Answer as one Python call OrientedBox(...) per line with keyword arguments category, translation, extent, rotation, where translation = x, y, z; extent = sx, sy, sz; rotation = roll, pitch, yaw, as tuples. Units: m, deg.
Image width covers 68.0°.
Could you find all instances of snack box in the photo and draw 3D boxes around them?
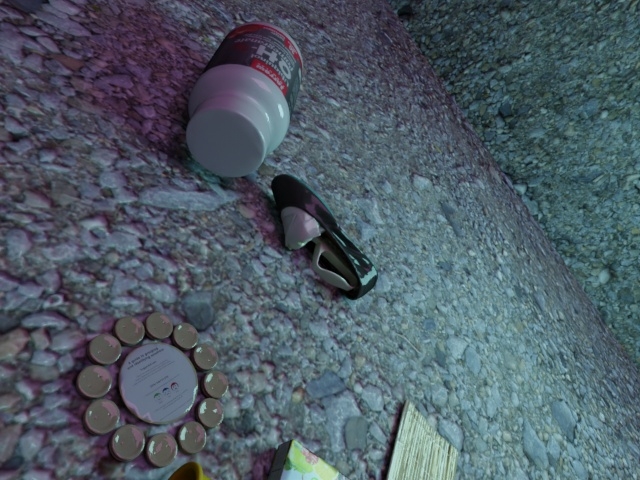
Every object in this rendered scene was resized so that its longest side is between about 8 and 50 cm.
OrientedBox(category="snack box", translation=(-0.007, 0.338, 0.605), extent=(0.141, 0.037, 0.100), rotation=(41, 38, -16))

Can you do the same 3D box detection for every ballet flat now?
OrientedBox(category="ballet flat", translation=(0.000, 0.000, 0.871), extent=(0.280, 0.095, 0.096), rotation=(46, 47, -9))

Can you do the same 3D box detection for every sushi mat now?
OrientedBox(category="sushi mat", translation=(0.152, 0.413, 0.737), extent=(0.151, 0.019, 0.316), rotation=(45, 35, -8))

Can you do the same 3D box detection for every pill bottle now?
OrientedBox(category="pill bottle", translation=(-0.135, -0.259, 0.866), extent=(0.176, 0.176, 0.318), rotation=(35, 38, -23))

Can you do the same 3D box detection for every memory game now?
OrientedBox(category="memory game", translation=(-0.193, 0.171, 0.564), extent=(0.186, 0.012, 0.186), rotation=(29, 41, -29))

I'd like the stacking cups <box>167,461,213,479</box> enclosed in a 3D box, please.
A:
OrientedBox(category="stacking cups", translation=(-0.034, 0.352, 0.514), extent=(0.316, 0.096, 0.096), rotation=(39, 37, -20))
